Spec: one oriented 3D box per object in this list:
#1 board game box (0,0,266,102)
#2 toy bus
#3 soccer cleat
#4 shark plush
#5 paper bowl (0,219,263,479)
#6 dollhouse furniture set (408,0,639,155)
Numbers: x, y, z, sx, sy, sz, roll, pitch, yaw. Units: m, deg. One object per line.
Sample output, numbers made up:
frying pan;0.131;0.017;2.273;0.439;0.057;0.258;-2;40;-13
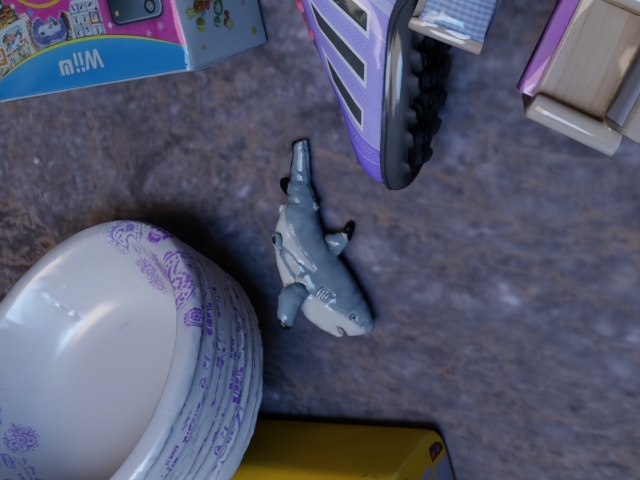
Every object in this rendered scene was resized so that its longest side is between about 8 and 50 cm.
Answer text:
board game box;-0.187;-0.271;0.639;0.224;0.097;0.303;-1;113;34
toy bus;-0.044;0.241;0.787;0.333;0.108;0.130;-5;109;35
soccer cleat;0.016;-0.188;0.529;0.117;0.108;0.318;1;109;19
shark plush;0.000;0.000;0.696;0.067;0.073;0.161;-8;88;16
paper bowl;-0.171;0.135;0.741;0.284;0.284;0.148;-7;150;36
dollhouse furniture set;0.057;-0.220;0.350;0.304;0.198;0.286;25;107;3
